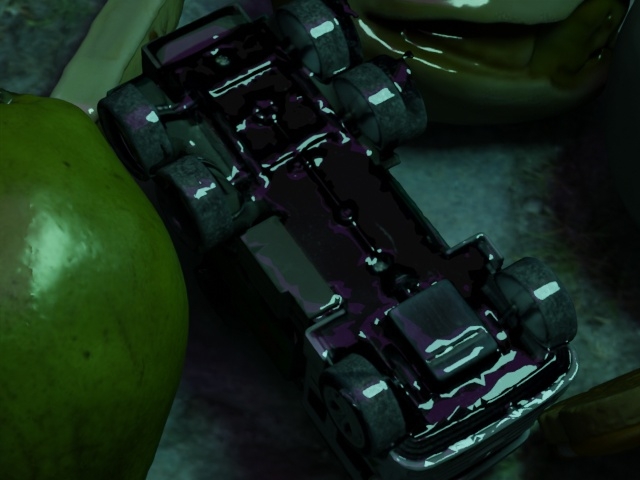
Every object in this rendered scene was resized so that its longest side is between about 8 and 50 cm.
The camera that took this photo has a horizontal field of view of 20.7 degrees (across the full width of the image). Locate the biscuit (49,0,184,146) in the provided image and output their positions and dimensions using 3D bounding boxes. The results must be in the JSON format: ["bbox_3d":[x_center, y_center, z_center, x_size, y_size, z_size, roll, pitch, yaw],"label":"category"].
[{"bbox_3d":[-0.144,-0.135,1.243,0.052,0.056,0.188,20,53,3],"label":"biscuit"}]

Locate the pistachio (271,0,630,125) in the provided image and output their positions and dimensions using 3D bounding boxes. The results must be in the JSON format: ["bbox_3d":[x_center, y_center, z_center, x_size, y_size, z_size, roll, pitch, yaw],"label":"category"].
[{"bbox_3d":[0.094,-0.174,1.263,0.288,0.166,0.197,3,32,-25],"label":"pistachio"}]

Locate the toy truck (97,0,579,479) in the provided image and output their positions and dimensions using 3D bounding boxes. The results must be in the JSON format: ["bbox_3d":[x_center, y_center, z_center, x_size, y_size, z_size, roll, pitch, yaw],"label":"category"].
[{"bbox_3d":[0.002,-0.002,1.095,0.176,0.178,0.363,-29,64,-19],"label":"toy truck"}]

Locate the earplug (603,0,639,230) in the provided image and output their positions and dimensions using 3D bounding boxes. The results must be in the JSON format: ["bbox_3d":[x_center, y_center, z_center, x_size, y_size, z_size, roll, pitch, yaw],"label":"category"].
[{"bbox_3d":[0.381,-0.121,1.184,0.394,0.313,0.312,-32,66,-30],"label":"earplug"}]

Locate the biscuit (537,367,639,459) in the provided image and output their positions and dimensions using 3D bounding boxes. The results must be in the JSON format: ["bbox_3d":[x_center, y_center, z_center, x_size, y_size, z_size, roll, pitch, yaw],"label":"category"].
[{"bbox_3d":[0.214,0.103,1.089,0.170,0.170,0.050,-19,84,-24],"label":"biscuit"}]

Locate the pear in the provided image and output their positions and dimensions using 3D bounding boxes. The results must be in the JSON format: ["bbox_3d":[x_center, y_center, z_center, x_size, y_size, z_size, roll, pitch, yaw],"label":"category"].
[{"bbox_3d":[-0.176,0.044,1.001,0.212,0.212,0.269,-7,83,-17],"label":"pear"}]
